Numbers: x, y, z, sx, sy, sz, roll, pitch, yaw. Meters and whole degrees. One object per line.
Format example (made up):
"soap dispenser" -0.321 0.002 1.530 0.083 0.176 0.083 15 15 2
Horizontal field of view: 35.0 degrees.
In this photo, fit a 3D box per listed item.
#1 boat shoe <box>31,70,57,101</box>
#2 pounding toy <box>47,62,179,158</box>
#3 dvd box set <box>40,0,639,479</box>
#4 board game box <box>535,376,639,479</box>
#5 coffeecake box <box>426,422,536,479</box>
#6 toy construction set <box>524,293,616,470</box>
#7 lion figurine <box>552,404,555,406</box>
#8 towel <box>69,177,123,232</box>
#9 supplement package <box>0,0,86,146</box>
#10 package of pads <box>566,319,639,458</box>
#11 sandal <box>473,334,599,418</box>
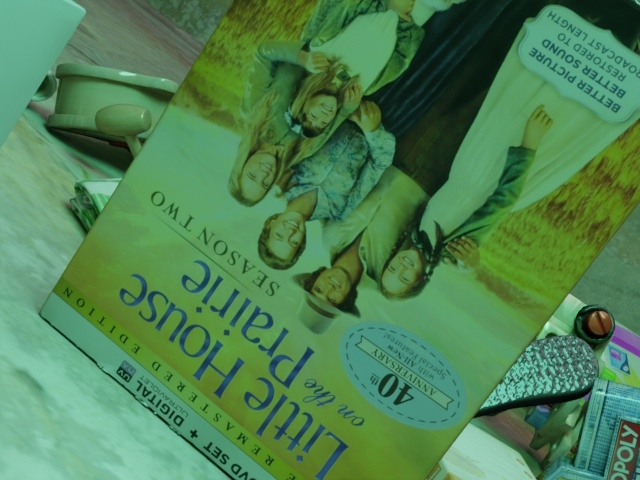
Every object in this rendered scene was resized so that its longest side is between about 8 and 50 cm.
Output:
"boat shoe" -0.373 -0.205 1.150 0.096 0.098 0.277 35 9 5
"pounding toy" -0.255 -0.129 1.272 0.154 0.154 0.269 8 -3 7
"dvd box set" 0.026 -0.026 0.706 0.308 0.420 0.062 38 13 12
"board game box" 0.315 0.252 1.070 0.194 0.194 0.060 12 4 15
"coffeecake box" 0.133 0.226 0.893 0.142 0.068 0.185 33 10 -16
"toy construction set" 0.230 0.142 1.240 0.328 0.215 0.151 36 -10 -12
"lion figurine" 0.317 0.140 1.712 0.240 0.142 0.392 18 23 -38
"towel" -0.074 0.022 0.969 0.248 0.038 0.325 -6 35 -33
"supplement package" -0.377 -0.200 0.826 0.263 0.198 0.199 41 11 29
"package of pads" 0.467 0.259 1.490 0.297 0.101 0.229 29 44 -31
"sandal" 0.181 0.159 1.129 0.255 0.054 0.097 0 58 -5
